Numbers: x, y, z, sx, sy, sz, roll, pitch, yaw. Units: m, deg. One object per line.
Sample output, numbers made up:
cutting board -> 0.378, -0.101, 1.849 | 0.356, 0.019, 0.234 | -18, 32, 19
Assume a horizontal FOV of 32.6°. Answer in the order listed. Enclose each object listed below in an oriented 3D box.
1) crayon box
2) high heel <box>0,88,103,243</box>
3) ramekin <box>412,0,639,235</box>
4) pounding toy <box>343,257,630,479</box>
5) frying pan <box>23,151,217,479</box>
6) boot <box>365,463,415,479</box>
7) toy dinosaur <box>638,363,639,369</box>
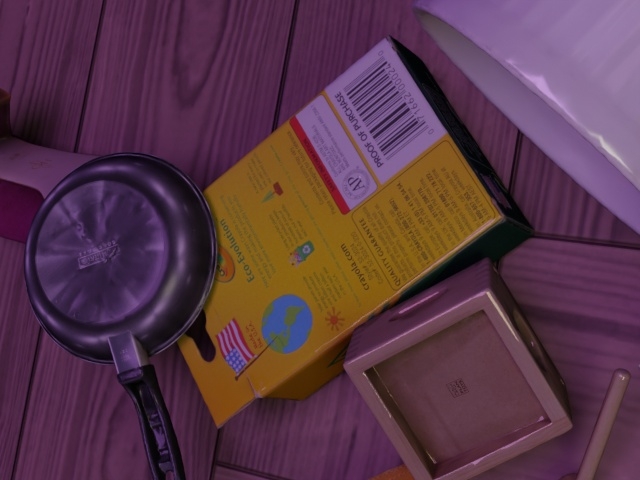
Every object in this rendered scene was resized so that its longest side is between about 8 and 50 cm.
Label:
crayon box -> 0.000, 0.000, 0.968 | 0.318, 0.081, 0.202 | -37, 65, 19
high heel -> -0.270, -0.015, 1.143 | 0.377, 0.127, 0.181 | 41, 142, 19
ramekin -> 0.209, -0.119, 0.765 | 0.135, 0.277, 0.277 | -47, 62, 6
pounding toy -> 0.151, 0.124, 0.854 | 0.181, 0.094, 0.206 | -30, 100, 15
frying pan -> -0.196, 0.077, 0.978 | 0.197, 0.053, 0.326 | 4, 82, 19
boot -> 0.122, 0.261, 0.846 | 0.295, 0.104, 0.211 | -27, 57, 12
toy dinosaur -> 0.361, 0.123, 0.686 | 0.313, 0.160, 0.121 | 7, 93, 18
